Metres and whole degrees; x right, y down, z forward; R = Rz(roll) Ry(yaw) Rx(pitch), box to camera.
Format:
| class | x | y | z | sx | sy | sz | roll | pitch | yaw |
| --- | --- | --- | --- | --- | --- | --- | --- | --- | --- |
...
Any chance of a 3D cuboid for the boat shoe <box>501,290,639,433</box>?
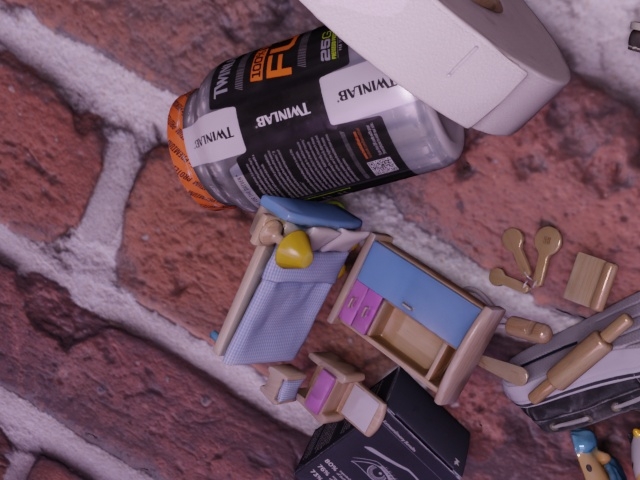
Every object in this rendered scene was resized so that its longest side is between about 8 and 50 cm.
| class | x | y | z | sx | sy | sz | roll | pitch | yaw |
| --- | --- | --- | --- | --- | --- | --- | --- | --- | --- |
| boat shoe | 0.393 | 0.150 | 0.971 | 0.335 | 0.121 | 0.119 | -29 | 110 | 38 |

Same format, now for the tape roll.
| class | x | y | z | sx | sy | sz | roll | pitch | yaw |
| --- | --- | --- | --- | --- | --- | --- | --- | --- | --- |
| tape roll | 0.072 | -0.258 | 0.720 | 0.392 | 0.392 | 0.072 | 43 | 119 | -4 |

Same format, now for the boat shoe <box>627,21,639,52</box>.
| class | x | y | z | sx | sy | sz | roll | pitch | yaw |
| --- | --- | --- | --- | --- | --- | --- | --- | --- | --- |
| boat shoe | 0.429 | -0.173 | 0.817 | 0.227 | 0.081 | 0.069 | 18 | 114 | 7 |

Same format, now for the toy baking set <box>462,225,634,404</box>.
| class | x | y | z | sx | sy | sz | roll | pitch | yaw |
| --- | --- | --- | --- | --- | --- | --- | --- | --- | --- |
| toy baking set | 0.261 | 0.098 | 0.974 | 0.256 | 0.030 | 0.197 | -54 | 52 | 25 |

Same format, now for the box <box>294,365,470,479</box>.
| class | x | y | z | sx | sy | sz | roll | pitch | yaw |
| --- | --- | --- | --- | --- | --- | --- | --- | --- | --- |
| box | 0.090 | 0.311 | 1.133 | 0.153 | 0.108 | 0.207 | 45 | 118 | -5 |

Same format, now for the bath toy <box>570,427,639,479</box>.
| class | x | y | z | sx | sy | sz | roll | pitch | yaw |
| --- | --- | --- | --- | --- | --- | --- | --- | --- | --- |
| bath toy | 0.501 | 0.250 | 0.964 | 0.348 | 0.151 | 0.129 | -19 | 84 | 20 |

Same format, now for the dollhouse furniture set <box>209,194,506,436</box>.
| class | x | y | z | sx | sy | sz | roll | pitch | yaw |
| --- | --- | --- | --- | --- | --- | --- | --- | --- | --- |
| dollhouse furniture set | 0.020 | 0.127 | 0.903 | 0.198 | 0.303 | 0.287 | 34 | 106 | 34 |

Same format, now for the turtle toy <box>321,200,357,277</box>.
| class | x | y | z | sx | sy | sz | roll | pitch | yaw |
| --- | --- | --- | --- | --- | --- | --- | --- | --- | --- |
| turtle toy | 0.000 | 0.000 | 1.045 | 0.095 | 0.066 | 0.130 | 27 | 119 | 5 |

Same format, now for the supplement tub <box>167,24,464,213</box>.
| class | x | y | z | sx | sy | sz | roll | pitch | yaw |
| --- | --- | --- | --- | --- | --- | --- | --- | --- | --- |
| supplement tub | -0.008 | -0.143 | 0.911 | 0.315 | 0.193 | 0.194 | -14 | 108 | 22 |
